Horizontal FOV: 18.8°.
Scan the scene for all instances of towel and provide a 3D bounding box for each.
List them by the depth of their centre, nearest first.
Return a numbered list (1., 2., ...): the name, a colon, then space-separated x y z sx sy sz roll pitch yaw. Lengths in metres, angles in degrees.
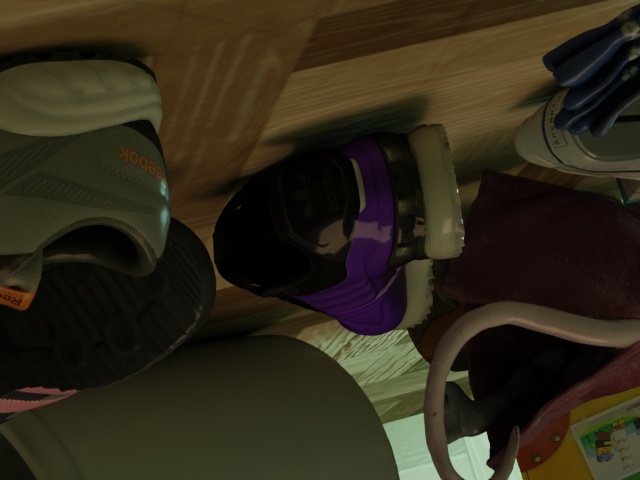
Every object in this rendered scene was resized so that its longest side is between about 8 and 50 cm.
1. towel: 0.257 -0.144 0.819 0.336 0.040 0.243 -29 180 18

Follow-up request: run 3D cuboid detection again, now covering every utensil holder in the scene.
1. utensil holder: -0.161 0.257 1.729 0.385 0.327 0.328 -10 168 -44

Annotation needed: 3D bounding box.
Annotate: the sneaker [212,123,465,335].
1. sneaker: 0.000 -0.001 1.265 0.146 0.102 0.293 -10 164 -8

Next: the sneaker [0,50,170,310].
1. sneaker: -0.184 -0.016 0.849 0.272 0.108 0.100 -9 169 -30

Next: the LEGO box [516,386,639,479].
1. LEGO box: 0.426 0.118 1.904 0.500 0.193 0.372 -17 -166 5

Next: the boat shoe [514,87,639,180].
1. boat shoe: 0.231 -0.079 1.281 0.226 0.083 0.076 3 173 -29

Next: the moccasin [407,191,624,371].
1. moccasin: 0.213 0.027 1.650 0.380 0.147 0.139 -5 150 -35

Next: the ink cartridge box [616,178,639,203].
1. ink cartridge box: 0.269 -0.056 1.546 0.048 0.028 0.083 -16 169 -5

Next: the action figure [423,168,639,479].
1. action figure: 0.261 0.034 1.359 0.370 0.248 0.276 -3 -172 11

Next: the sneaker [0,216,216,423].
1. sneaker: -0.167 0.043 1.255 0.319 0.112 0.131 -22 -174 39
